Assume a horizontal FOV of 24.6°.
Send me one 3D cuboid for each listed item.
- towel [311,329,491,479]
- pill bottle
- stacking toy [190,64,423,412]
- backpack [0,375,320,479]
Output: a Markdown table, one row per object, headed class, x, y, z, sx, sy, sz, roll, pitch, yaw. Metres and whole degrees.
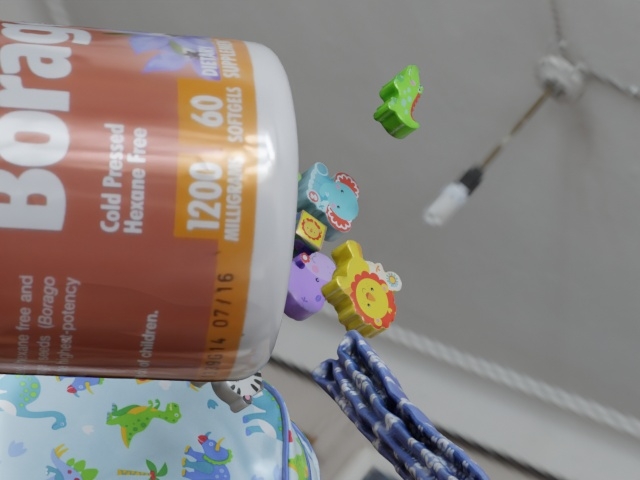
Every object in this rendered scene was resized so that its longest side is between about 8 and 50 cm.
| class | x | y | z | sx | sy | sz | roll | pitch | yaw |
| --- | --- | --- | --- | --- | --- | --- | --- | --- | --- |
| towel | 0.133 | 0.174 | 0.565 | 0.243 | 0.040 | 0.336 | 50 | -4 | -30 |
| pill bottle | -0.123 | -0.015 | 0.495 | 0.216 | 0.121 | 0.121 | 3 | -28 | -13 |
| stacking toy | 0.000 | 0.000 | 1.000 | 0.052 | 0.221 | 0.167 | 35 | -43 | -21 |
| backpack | -0.178 | 0.216 | 1.192 | 0.356 | 0.290 | 0.273 | 20 | -47 | -17 |
